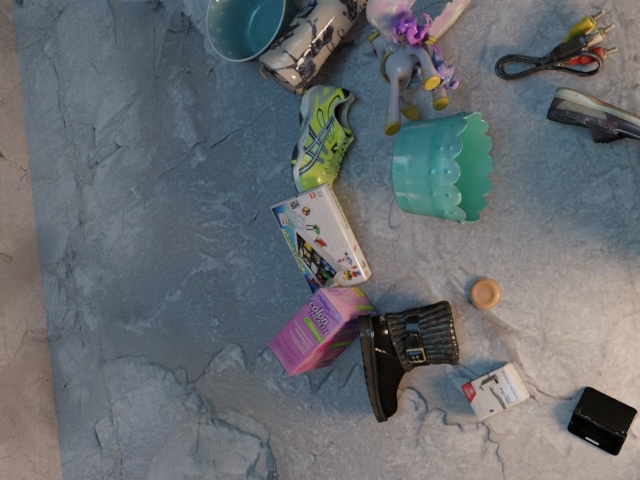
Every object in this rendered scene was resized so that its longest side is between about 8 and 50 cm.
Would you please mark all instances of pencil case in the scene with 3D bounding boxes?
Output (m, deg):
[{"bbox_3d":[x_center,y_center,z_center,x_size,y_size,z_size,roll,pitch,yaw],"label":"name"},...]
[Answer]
[{"bbox_3d":[-0.015,-0.623,1.793,0.410,0.160,0.183,-52,40,7],"label":"pencil case"}]

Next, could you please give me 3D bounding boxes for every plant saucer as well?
[{"bbox_3d":[0.432,0.139,1.612,0.083,0.013,0.083,-2,86,31],"label":"plant saucer"}]

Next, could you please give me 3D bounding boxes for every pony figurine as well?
[{"bbox_3d":[0.238,-0.510,1.614,0.351,0.303,0.363,-48,48,49],"label":"pony figurine"}]

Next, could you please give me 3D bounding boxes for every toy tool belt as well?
[{"bbox_3d":[0.026,0.152,1.784,0.083,0.051,0.052,-40,33,11],"label":"toy tool belt"}]

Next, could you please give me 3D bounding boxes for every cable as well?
[{"bbox_3d":[0.589,-0.449,1.531,0.287,0.072,0.139,-17,96,42],"label":"cable"}]

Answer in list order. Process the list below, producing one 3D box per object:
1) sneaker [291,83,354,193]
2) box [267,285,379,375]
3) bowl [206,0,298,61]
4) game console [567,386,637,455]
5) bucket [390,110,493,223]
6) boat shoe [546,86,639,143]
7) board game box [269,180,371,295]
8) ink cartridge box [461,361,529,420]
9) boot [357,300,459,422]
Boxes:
[{"bbox_3d":[0.013,-0.275,1.812,0.147,0.145,0.384,3,91,32],"label":"sneaker"},{"bbox_3d":[0.011,0.254,1.750,0.243,0.213,0.117,-49,65,20],"label":"box"},{"bbox_3d":[-0.194,-0.701,1.945,0.312,0.163,0.311,-1,88,32],"label":"bowl"},{"bbox_3d":[0.668,0.429,1.455,0.122,0.071,0.107,25,131,31],"label":"game console"},{"bbox_3d":[0.311,-0.183,1.555,0.183,0.281,0.281,5,91,32],"label":"bucket"},{"bbox_3d":[0.667,-0.271,1.437,0.285,0.103,0.092,36,111,32],"label":"boat shoe"},{"bbox_3d":[0.000,0.000,1.794,0.193,0.053,0.305,-19,103,30],"label":"board game box"},{"bbox_3d":[0.446,0.386,1.567,0.135,0.056,0.099,-36,70,26],"label":"ink cartridge box"},{"bbox_3d":[0.246,0.334,1.653,0.260,0.131,0.348,-8,116,2],"label":"boot"}]
